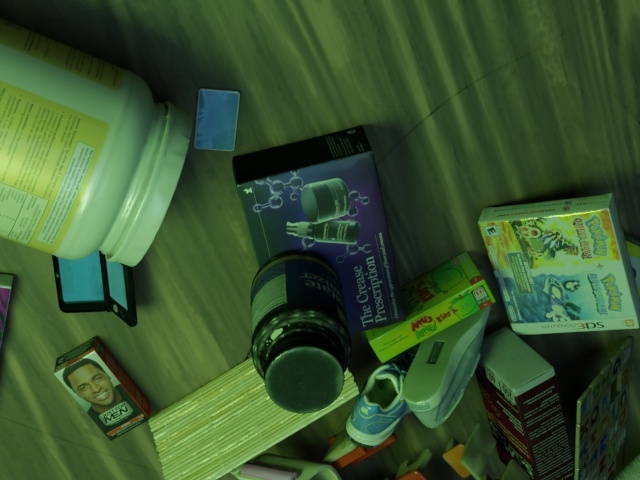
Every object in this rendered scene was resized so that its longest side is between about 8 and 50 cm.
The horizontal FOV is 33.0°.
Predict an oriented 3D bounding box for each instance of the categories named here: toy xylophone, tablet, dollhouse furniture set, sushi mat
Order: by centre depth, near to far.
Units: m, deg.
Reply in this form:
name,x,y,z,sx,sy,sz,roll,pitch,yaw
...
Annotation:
name,x,y,z,sx,sy,sz,roll,pitch,yaw
tablet,-0.136,-0.158,1.417,0.054,0.006,0.083,3,116,-11
sushi mat,-0.101,0.237,1.536,0.316,0.151,0.019,-32,142,6
dollhouse furniture set,0.128,0.366,1.593,0.259,0.135,0.262,48,124,-6
toy xylophone,-0.023,0.429,1.605,0.236,0.081,0.323,-8,123,44

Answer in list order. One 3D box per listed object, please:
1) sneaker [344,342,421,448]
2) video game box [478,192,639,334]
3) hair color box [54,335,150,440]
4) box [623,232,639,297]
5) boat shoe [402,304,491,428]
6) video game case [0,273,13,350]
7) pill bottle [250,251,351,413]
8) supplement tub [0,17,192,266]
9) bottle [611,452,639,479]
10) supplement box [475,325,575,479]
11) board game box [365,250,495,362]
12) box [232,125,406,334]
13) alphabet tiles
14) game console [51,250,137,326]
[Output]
name,x,y,z,sx,sy,sz,roll,pitch,yaw
sneaker,0.116,0.205,1.533,0.080,0.211,0.081,28,137,19
video game box,0.339,0.039,1.519,0.187,0.048,0.205,-8,120,27
hair color box,-0.311,0.213,1.547,0.072,0.043,0.141,-30,115,7
box,0.431,0.041,1.583,0.179,0.043,0.105,22,111,-16
boat shoe,0.184,0.166,1.530,0.079,0.227,0.081,5,136,34
video game case,-0.543,0.138,1.475,0.210,0.042,0.232,11,113,-15
pill bottle,-0.025,0.113,1.335,0.122,0.219,0.123,-2,116,-4
supplement tub,-0.342,-0.119,1.273,0.331,0.241,0.241,21,110,-18
bottle,0.504,0.411,1.717,0.283,0.118,0.092,-44,91,6
supplement box,0.302,0.260,1.601,0.073,0.130,0.240,-27,122,-11
board game box,0.148,0.093,1.535,0.181,0.092,0.043,-29,117,5
box,0.000,0.000,1.464,0.184,0.103,0.261,-13,117,1
alphabet tiles,0.429,0.293,1.643,0.009,0.198,0.237,13,121,33
game console,-0.305,0.055,1.459,0.071,0.107,0.122,-19,121,-32
